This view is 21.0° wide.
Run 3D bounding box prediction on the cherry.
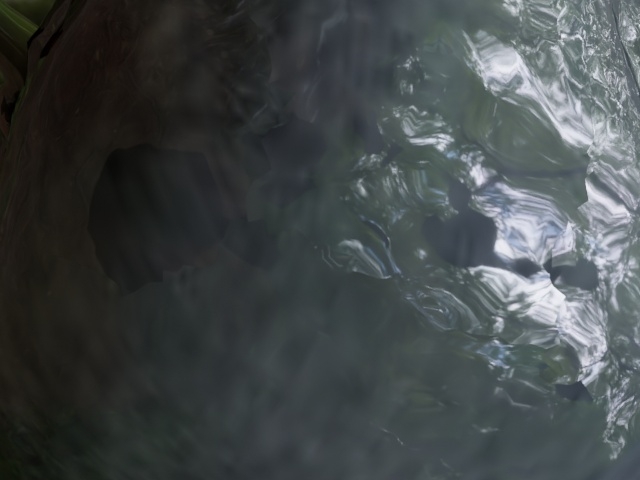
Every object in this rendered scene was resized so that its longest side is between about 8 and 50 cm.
[{"bbox_3d":[0.000,0.000,0.529,0.255,0.296,0.218,-47,-155,43],"label":"cherry"}]
